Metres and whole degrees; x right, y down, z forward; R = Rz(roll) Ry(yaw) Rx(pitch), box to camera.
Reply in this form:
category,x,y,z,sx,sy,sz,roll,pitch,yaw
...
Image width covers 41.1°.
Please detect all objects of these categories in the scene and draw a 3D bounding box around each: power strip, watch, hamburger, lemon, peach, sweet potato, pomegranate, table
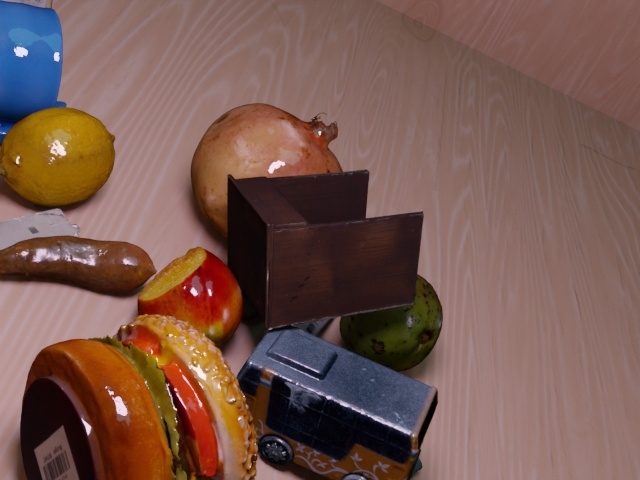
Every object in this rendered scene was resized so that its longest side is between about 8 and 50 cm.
category,x,y,z,sx,sy,sz,roll,pitch,yaw
power strip,-0.533,-0.008,1.551,0.192,0.035,0.081,-19,57,-46
watch,-0.617,-0.365,1.716,0.242,0.274,0.305,0,51,-34
hamburger,-0.247,0.270,1.178,0.250,0.330,0.330,-7,50,-42
lemon,-0.500,-0.160,1.626,0.188,0.188,0.257,45,43,20
peach,-0.229,0.102,1.501,0.190,0.190,0.192,-7,66,-40
sweet potato,-0.440,0.038,1.519,0.292,0.097,0.097,5,42,-20
pomegranate,0.120,0.144,1.695,0.214,0.214,0.248,-3,21,-37
table,0.000,0.000,1.522,0.282,0.196,0.250,-7,24,-20
pomegranate,-0.092,-0.133,1.758,0.338,0.338,0.338,19,38,-15

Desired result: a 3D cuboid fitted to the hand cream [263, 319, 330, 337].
category,x,y,z,sx,sy,sz,roll,pitch,yaw
hand cream,-0.031,0.143,1.703,0.124,0.077,0.340,34,29,5

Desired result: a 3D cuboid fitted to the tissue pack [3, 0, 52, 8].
category,x,y,z,sx,sy,sz,roll,pitch,yaw
tissue pack,-0.736,-0.542,1.999,0.196,0.092,0.148,13,40,-23

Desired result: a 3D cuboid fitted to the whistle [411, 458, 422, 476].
category,x,y,z,sx,sy,sz,roll,pitch,yaw
whistle,0.109,0.422,1.475,0.039,0.039,0.186,46,39,21

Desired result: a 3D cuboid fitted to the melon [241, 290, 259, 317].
category,x,y,z,sx,sy,sz,roll,pitch,yaw
melon,-0.134,0.101,1.640,0.131,0.098,0.098,1,45,-31

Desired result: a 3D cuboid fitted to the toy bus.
category,x,y,z,sx,sy,sz,roll,pitch,yaw
toy bus,0.017,0.285,1.418,0.324,0.194,0.162,23,32,11
